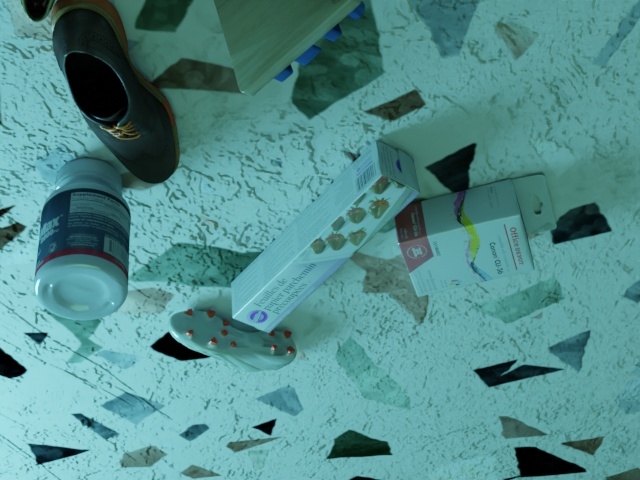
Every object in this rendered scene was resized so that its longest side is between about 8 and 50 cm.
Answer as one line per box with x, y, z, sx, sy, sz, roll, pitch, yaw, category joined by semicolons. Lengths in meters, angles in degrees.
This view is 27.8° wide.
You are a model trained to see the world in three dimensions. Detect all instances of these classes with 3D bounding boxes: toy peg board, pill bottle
-0.018;-0.245;1.316;0.161;0.160;0.079;-37;145;30;toy peg board
-0.278;-0.006;1.525;0.108;0.180;0.108;-3;138;-3;pill bottle

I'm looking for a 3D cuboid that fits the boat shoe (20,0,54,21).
-0.283;-0.282;1.319;0.050;0.045;0.135;3;137;-9;boat shoe

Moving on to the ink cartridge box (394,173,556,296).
0.204;-0.006;1.660;0.198;0.067;0.115;-15;137;10;ink cartridge box

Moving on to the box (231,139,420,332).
0.000;0.000;1.649;0.063;0.067;0.324;24;130;-29;box

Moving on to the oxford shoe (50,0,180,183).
-0.230;-0.143;1.438;0.097;0.098;0.271;-15;137;11;oxford shoe

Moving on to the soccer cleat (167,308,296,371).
-0.127;0.148;1.800;0.196;0.068;0.076;15;137;-25;soccer cleat
